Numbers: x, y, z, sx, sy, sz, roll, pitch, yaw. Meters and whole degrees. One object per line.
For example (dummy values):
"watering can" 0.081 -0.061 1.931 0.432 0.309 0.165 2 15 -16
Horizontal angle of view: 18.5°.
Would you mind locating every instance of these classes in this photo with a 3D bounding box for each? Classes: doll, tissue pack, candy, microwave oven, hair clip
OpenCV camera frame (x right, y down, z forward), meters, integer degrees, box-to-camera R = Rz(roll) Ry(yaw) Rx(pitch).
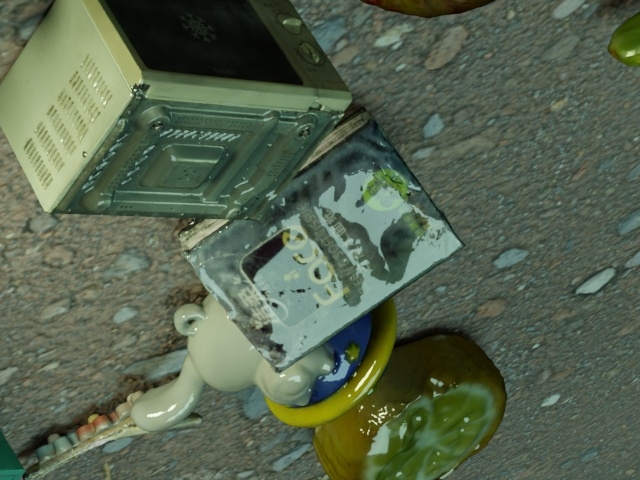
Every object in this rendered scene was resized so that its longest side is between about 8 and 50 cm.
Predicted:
"doll" -0.053 0.135 2.119 0.311 0.159 0.243 -41 151 16
"tissue pack" 0.000 0.000 1.962 0.235 0.073 0.173 -34 111 5
"candy" 0.116 0.227 2.480 0.260 0.118 0.260 -25 150 -16
"microwave oven" -0.129 -0.110 1.674 0.240 0.145 0.194 1 135 -46
"hair clip" -0.235 0.208 2.184 0.214 0.056 0.062 -18 167 -6

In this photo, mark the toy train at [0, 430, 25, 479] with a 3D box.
"toy train" -0.409 0.257 2.037 0.198 0.107 0.154 -42 157 20

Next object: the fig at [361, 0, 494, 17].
"fig" 0.105 -0.297 1.608 0.217 0.217 0.321 -42 178 19

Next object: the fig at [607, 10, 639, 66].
"fig" 0.427 -0.230 2.003 0.275 0.206 0.206 -6 149 -2
